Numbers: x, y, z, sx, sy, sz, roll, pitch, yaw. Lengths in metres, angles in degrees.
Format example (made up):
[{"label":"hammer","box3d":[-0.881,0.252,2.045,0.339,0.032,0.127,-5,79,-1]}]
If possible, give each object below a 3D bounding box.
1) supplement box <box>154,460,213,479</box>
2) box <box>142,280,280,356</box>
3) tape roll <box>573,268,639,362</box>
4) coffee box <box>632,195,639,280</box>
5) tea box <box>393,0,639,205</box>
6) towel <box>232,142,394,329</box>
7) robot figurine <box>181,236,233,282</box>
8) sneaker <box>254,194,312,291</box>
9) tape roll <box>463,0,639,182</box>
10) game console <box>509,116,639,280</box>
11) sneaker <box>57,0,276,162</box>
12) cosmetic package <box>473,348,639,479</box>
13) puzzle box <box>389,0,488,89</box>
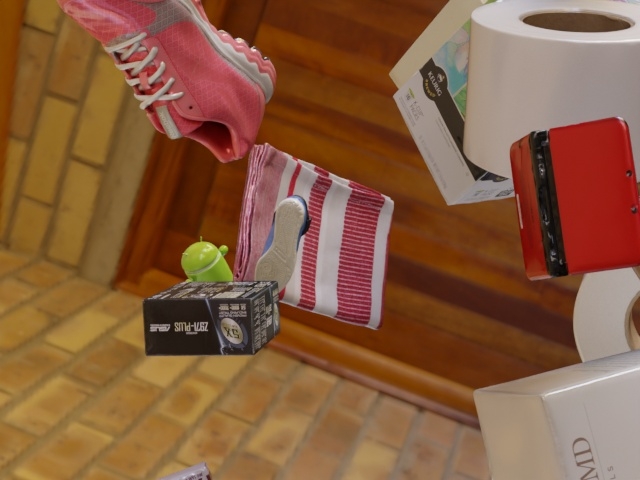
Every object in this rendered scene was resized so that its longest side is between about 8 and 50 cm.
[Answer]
[{"label":"supplement box","box3d":[-0.200,0.487,1.848,0.073,0.130,0.239,163,86,-84]},{"label":"box","box3d":[-0.143,0.103,1.584,0.180,0.147,0.077,-32,-59,-80]},{"label":"tape roll","box3d":[0.638,0.139,2.033,0.072,0.392,0.392,-46,-25,-62]},{"label":"coffee box","box3d":[0.418,0.063,1.242,0.098,0.246,0.141,-29,-21,4]},{"label":"tea box","box3d":[0.359,-0.237,1.823,0.329,0.220,0.323,-10,-24,-39]},{"label":"towel","box3d":[0.000,0.000,1.902,0.329,0.037,0.237,20,-110,-42]},{"label":"robot figurine","box3d":[-0.186,0.051,1.939,0.101,0.067,0.115,-46,-56,-28]},{"label":"sneaker","box3d":[-0.054,0.005,1.730,0.084,0.058,0.152,-51,-24,-76]},{"label":"tape roll","box3d":[0.293,-0.179,1.372,0.246,0.246,0.169,-54,-33,-63]},{"label":"game console","box3d":[0.249,-0.038,1.149,0.124,0.085,0.144,143,120,-81]},{"label":"sneaker","box3d":[-0.161,-0.187,1.277,0.314,0.116,0.136,31,-121,-45]},{"label":"cosmetic package","box3d":[0.498,0.346,1.815,0.327,0.394,0.329,148,108,-77]},{"label":"puzzle box","box3d":[0.293,-0.311,2.288,0.052,0.272,0.409,-31,-5,-24]}]
